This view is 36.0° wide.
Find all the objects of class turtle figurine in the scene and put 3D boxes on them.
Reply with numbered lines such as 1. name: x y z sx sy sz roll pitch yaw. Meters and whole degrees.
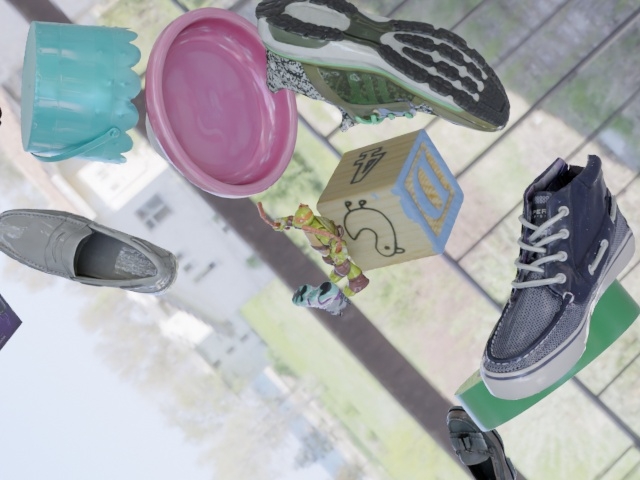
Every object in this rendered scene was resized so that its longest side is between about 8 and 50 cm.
1. turtle figurine: 0.000 0.000 1.888 0.269 0.087 0.217 21 154 50

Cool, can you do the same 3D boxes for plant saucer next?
1. plant saucer: -0.180 -0.234 1.715 0.084 0.332 0.332 -10 129 42

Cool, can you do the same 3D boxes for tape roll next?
1. tape roll: 0.363 0.179 1.586 0.077 0.321 0.321 51 172 8

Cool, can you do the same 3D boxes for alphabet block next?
1. alphabet block: 0.142 -0.078 1.964 0.197 0.193 0.192 -15 122 37

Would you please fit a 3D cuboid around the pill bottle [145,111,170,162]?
1. pill bottle: -0.230 -0.273 2.314 0.204 0.204 0.361 45 -161 15

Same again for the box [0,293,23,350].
1. box: -0.686 0.150 1.864 0.184 0.103 0.261 54 -174 -13

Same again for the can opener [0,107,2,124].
1. can opener: -0.654 -0.254 1.750 0.186 0.073 0.059 26 -163 -14

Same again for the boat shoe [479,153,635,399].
1. boat shoe: 0.272 0.031 1.209 0.127 0.340 0.158 -6 121 41

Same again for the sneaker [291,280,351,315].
1. sneaker: 0.006 0.097 1.515 0.069 0.038 0.098 38 151 -30

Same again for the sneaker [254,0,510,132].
1. sneaker: 0.088 -0.238 1.502 0.410 0.158 0.182 24 138 10

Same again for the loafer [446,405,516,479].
1. loafer: 0.337 0.454 2.064 0.096 0.084 0.267 -6 132 38

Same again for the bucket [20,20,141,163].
1. bucket: -0.449 -0.273 1.822 0.183 0.281 0.281 3 180 -22

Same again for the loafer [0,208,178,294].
1. loafer: -0.387 0.012 1.587 0.319 0.112 0.111 12 175 5
